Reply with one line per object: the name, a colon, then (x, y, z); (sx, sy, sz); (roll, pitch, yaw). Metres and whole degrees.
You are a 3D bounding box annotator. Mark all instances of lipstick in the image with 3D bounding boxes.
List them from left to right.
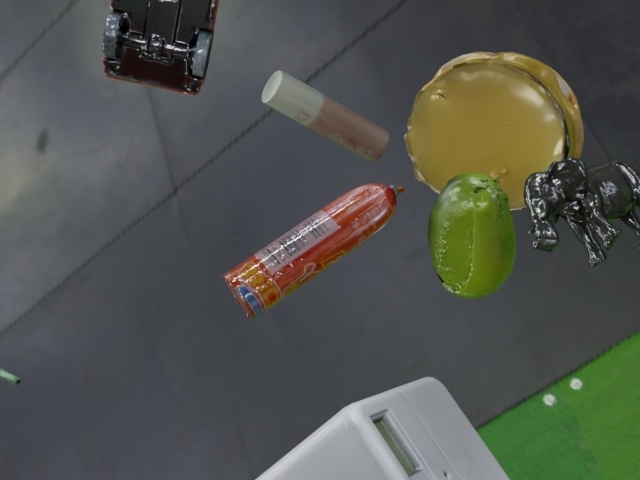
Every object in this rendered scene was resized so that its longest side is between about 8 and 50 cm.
lipstick: (0.012, -0.234, 1.801); (0.070, 0.255, 0.070); (-42, 34, 37)

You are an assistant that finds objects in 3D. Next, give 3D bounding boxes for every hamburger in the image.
hamburger: (0.294, -0.186, 1.552); (0.277, 0.237, 0.276); (9, 112, 23)

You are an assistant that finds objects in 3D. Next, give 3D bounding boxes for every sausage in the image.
sausage: (0.000, 0.000, 1.254); (0.274, 0.074, 0.074); (-35, 46, -14)

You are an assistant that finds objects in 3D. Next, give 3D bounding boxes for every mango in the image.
mango: (0.150, -0.008, 0.910); (0.074, 0.165, 0.091); (-37, 64, -25)

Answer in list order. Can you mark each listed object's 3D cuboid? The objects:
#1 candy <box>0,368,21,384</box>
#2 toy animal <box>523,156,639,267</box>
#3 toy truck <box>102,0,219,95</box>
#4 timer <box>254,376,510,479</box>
candy: (-0.390, 0.093, 0.944); (0.061, 0.203, 0.061); (-57, 10, 15)
toy animal: (0.374, -0.039, 1.331); (0.114, 0.245, 0.146); (-47, 60, 43)
toy truck: (-0.145, -0.282, 0.947); (0.114, 0.108, 0.252); (-93, 16, -68)
timer: (0.059, 0.270, 0.911); (0.195, 0.194, 0.192); (-43, 70, 26)
